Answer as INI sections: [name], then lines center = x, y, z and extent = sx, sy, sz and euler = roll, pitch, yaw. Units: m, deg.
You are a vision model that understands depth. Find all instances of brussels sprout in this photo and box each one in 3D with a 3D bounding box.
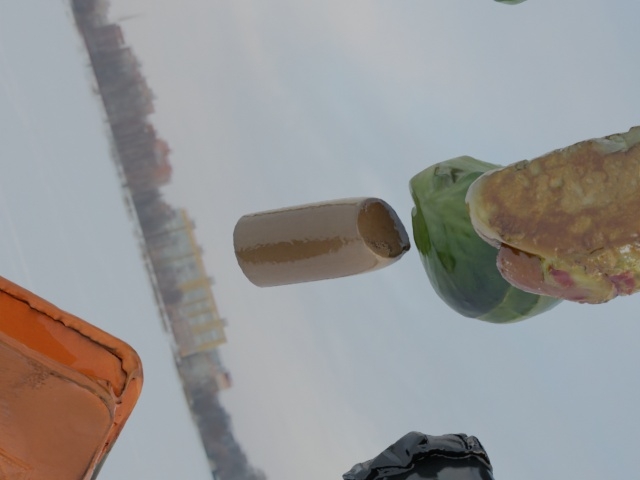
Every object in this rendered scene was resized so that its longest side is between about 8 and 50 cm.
[brussels sprout]
center = 0.246, -0.005, 1.448
extent = 0.271, 0.210, 0.219
euler = 49, -39, 10

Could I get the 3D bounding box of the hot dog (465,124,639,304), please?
[hot dog]
center = 0.278, -0.017, 0.979
extent = 0.150, 0.256, 0.153
euler = 16, 59, -68

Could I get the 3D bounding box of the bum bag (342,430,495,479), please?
[bum bag]
center = 0.079, 0.165, 0.562
extent = 0.198, 0.087, 0.049
euler = -129, -155, -59

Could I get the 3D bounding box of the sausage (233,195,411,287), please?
[sausage]
center = 0.000, 0.000, 1.536
extent = 0.123, 0.253, 0.123
euler = 27, 59, -56

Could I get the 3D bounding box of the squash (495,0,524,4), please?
[squash]
center = 0.249, -0.326, 1.169
extent = 0.077, 0.068, 0.219
euler = 65, -18, -6

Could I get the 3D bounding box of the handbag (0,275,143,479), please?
[handbag]
center = -0.454, 0.181, 1.294
extent = 0.303, 0.410, 0.116
euler = -60, -176, 32
